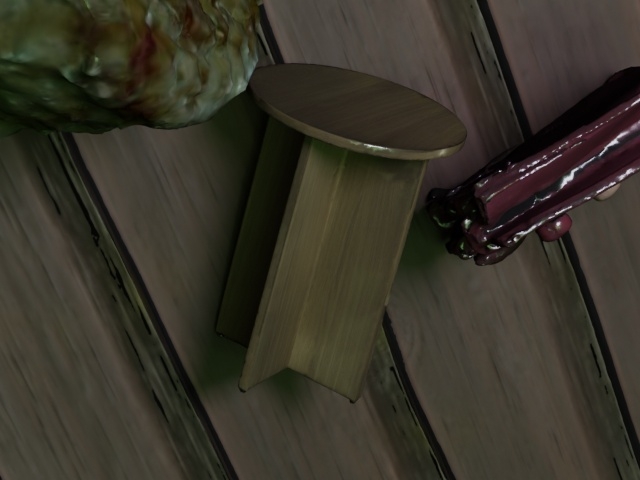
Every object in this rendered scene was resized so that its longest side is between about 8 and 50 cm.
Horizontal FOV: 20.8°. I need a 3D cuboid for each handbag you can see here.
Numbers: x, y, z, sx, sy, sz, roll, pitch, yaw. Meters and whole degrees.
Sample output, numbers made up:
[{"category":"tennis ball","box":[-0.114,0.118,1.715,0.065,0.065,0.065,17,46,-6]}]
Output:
[{"category":"handbag","box":[0.187,-0.055,1.321,0.216,0.203,0.074,-32,93,-8]}]

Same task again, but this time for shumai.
[{"category":"shumai","box":[-0.243,-0.199,1.113,0.348,0.395,0.395,-26,115,19]}]

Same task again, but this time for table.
[{"category":"table","box":[0.000,0.000,1.321,0.167,0.167,0.226,7,114,-19]}]
